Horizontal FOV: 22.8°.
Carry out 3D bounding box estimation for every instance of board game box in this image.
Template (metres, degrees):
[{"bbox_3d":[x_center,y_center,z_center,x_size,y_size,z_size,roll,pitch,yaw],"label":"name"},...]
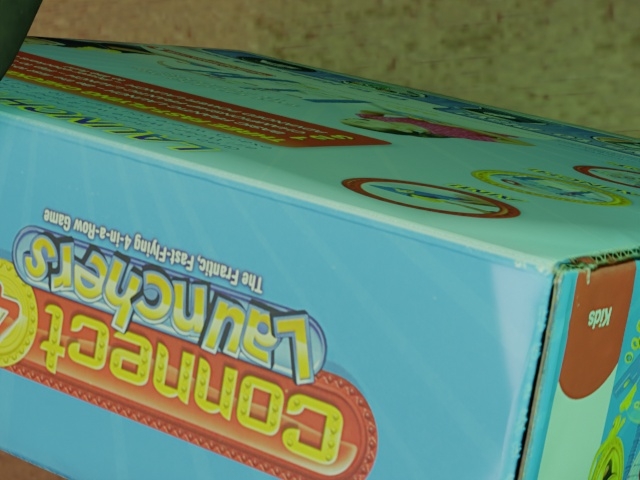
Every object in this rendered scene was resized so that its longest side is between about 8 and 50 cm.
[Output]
[{"bbox_3d":[0.000,0.000,0.517,0.308,0.302,0.086,17,103,32],"label":"board game box"}]

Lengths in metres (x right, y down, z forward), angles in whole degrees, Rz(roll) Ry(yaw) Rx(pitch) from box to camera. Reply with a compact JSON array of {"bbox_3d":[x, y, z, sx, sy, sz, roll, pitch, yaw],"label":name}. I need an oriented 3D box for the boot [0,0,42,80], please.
[{"bbox_3d":[-0.015,-0.135,0.337,0.207,0.090,0.248,10,83,32],"label":"boot"}]
